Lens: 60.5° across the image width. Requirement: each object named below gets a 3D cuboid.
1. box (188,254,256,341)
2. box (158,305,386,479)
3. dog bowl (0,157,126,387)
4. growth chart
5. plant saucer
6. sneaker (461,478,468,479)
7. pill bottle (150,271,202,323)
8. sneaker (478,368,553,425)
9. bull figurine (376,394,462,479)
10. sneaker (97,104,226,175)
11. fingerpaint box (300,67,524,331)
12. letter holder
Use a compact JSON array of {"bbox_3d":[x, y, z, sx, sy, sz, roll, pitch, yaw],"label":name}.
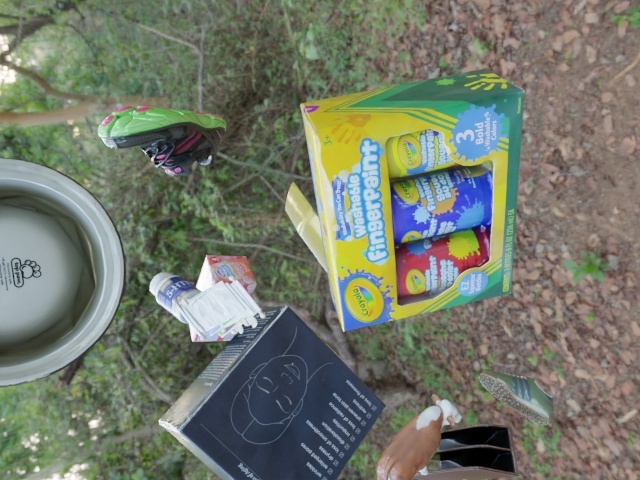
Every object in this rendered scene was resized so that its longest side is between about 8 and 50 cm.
[{"bbox_3d":[-0.352,0.205,1.916,0.299,0.154,0.142,-65,36,34],"label":"box"},{"bbox_3d":[-0.143,0.540,1.710,0.480,0.471,0.297,47,151,-10],"label":"box"},{"bbox_3d":[-0.588,0.060,1.028,0.150,0.408,0.407,-12,91,63],"label":"dog bowl"},{"bbox_3d":[-0.282,0.197,1.533,0.171,0.237,0.021,60,-158,-13],"label":"growth chart"},{"bbox_3d":[0.000,0.000,1.753,0.332,0.081,0.333,54,-179,-24],"label":"plant saucer"},{"bbox_3d":[0.339,0.705,1.384,0.091,0.240,0.126,-39,73,32],"label":"sneaker"},{"bbox_3d":[-0.455,0.175,1.743,0.187,0.112,0.111,26,132,36],"label":"pill bottle"},{"bbox_3d":[0.496,0.372,1.377,0.192,0.086,0.064,35,142,14],"label":"sneaker"},{"bbox_3d":[0.238,0.521,1.370,0.101,0.311,0.188,26,123,36],"label":"bull figurine"},{"bbox_3d":[-0.435,-0.286,1.615,0.186,0.483,0.202,13,103,25],"label":"sneaker"},{"bbox_3d":[0.181,-0.068,1.079,0.163,0.372,0.444,-109,9,-58],"label":"fingerpaint box"},{"bbox_3d":[0.445,0.695,1.794,0.302,0.215,0.151,-32,48,44],"label":"letter holder"}]
